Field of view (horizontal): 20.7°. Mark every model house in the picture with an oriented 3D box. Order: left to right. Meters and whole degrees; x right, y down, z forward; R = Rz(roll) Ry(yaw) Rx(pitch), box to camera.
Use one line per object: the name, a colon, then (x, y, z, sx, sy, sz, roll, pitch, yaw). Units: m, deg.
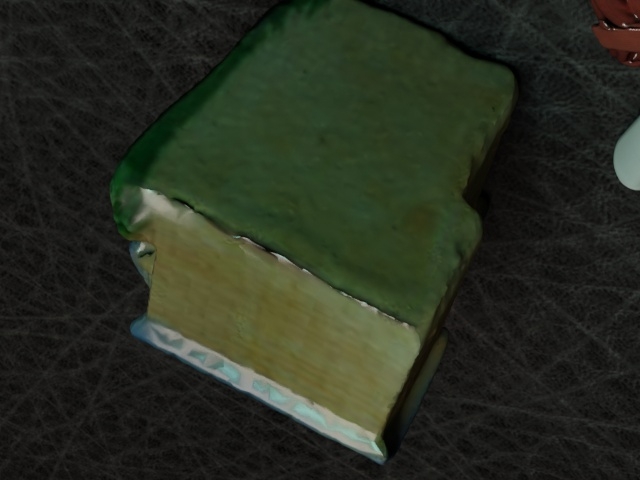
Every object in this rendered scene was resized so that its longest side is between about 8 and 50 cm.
model house: (0.000, 0.000, 1.777, 0.334, 0.382, 0.343, 26, 141, 9)

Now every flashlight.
flashlight: (0.336, -0.112, 1.664, 0.047, 0.093, 0.200, -6, 154, -19)

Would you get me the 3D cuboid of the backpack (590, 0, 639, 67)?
backpack: (0.334, -0.222, 1.473, 0.229, 0.139, 0.229, 17, 134, 18)
